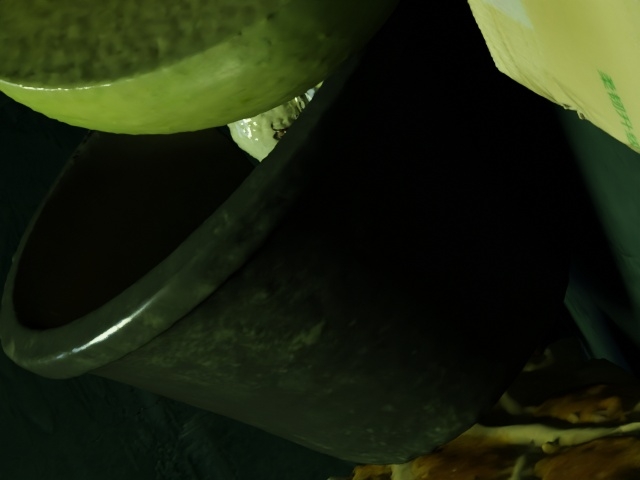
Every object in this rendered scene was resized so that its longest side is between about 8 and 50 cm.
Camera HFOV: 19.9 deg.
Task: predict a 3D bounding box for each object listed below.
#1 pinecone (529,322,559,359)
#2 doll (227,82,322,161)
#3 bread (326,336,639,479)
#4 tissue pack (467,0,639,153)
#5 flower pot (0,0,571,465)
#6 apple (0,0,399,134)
[{"bbox_3d":[0.088,0.088,1.418,0.208,0.208,0.208,59,175,8],"label":"pinecone"},{"bbox_3d":[0.015,-0.093,1.533,0.278,0.149,0.175,-161,73,-64],"label":"doll"},{"bbox_3d":[0.128,0.274,1.091,0.279,0.371,0.390,59,177,-9],"label":"bread"},{"bbox_3d":[0.087,-0.142,0.623,0.222,0.090,0.186,62,173,-29],"label":"tissue pack"},{"bbox_3d":[0.000,0.000,1.174,0.251,0.379,0.379,43,-178,-22],"label":"flower pot"},{"bbox_3d":[-0.088,-0.198,0.949,0.292,0.254,0.292,45,-143,-50],"label":"apple"}]
